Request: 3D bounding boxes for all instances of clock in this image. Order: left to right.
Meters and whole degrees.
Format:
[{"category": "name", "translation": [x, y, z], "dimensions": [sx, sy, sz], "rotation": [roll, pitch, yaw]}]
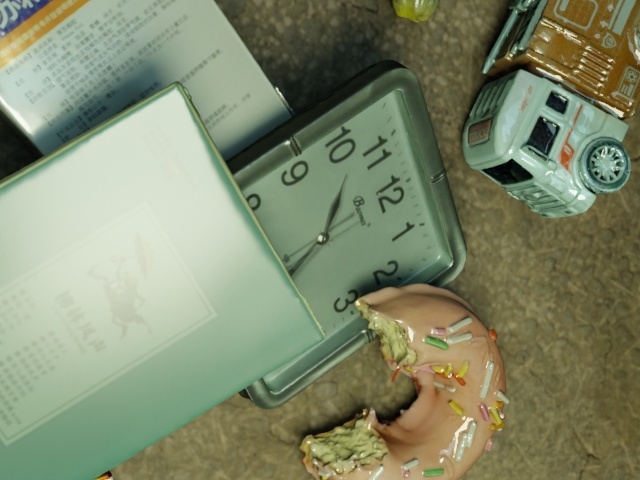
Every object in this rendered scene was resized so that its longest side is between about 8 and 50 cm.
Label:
[{"category": "clock", "translation": [0.000, 0.000, 1.045], "dimensions": [0.279, 0.049, 0.273], "rotation": [-35, 133, -15]}]

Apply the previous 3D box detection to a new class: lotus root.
[{"category": "lotus root", "translation": [0.097, -0.268, 1.115], "dimensions": [0.054, 0.049, 0.099], "rotation": [9, 84, -17]}]

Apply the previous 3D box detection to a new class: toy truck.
[{"category": "toy truck", "translation": [0.256, -0.185, 1.130], "dimensions": [0.162, 0.136, 0.305], "rotation": [27, 82, -11]}]

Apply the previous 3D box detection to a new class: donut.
[{"category": "donut", "translation": [0.098, 0.163, 1.099], "dimensions": [0.199, 0.085, 0.232], "rotation": [14, 99, -31]}]

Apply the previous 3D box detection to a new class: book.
[{"category": "book", "translation": [-0.212, 0.074, 0.899], "dimensions": [0.379, 0.031, 0.264], "rotation": [-30, 113, -6]}]

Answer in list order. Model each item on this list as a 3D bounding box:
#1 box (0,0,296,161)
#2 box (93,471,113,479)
[{"category": "box", "translation": [-0.187, -0.156, 0.973], "dimensions": [0.200, 0.106, 0.299], "rotation": [-41, 114, -13]}, {"category": "box", "translation": [-0.267, 0.285, 1.021], "dimensions": [0.175, 0.048, 0.112], "rotation": [-12, 99, -18]}]
